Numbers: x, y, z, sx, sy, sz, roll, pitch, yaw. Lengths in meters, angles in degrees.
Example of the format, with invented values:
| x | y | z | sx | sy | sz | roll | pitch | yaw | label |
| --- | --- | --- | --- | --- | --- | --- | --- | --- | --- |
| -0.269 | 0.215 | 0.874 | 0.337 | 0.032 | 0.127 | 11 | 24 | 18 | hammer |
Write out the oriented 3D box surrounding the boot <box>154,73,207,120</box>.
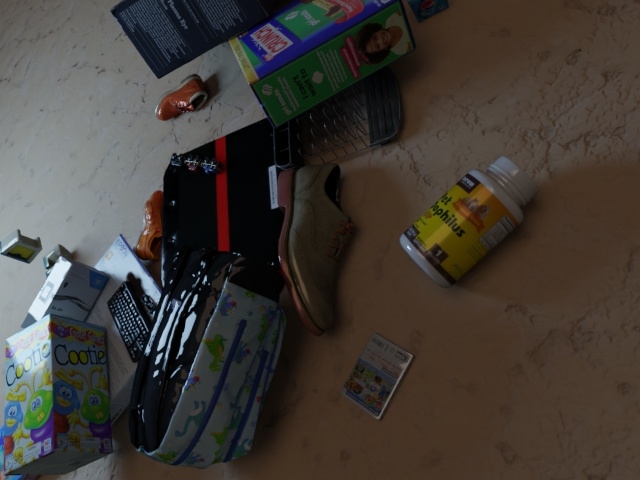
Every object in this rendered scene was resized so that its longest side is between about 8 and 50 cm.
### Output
| x | y | z | sx | sy | sz | roll | pitch | yaw | label |
| --- | --- | --- | --- | --- | --- | --- | --- | --- | --- |
| -0.361 | -0.354 | 1.422 | 0.158 | 0.059 | 0.085 | -38 | 61 | 12 | boot |

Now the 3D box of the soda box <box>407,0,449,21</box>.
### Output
| x | y | z | sx | sy | sz | roll | pitch | yaw | label |
| --- | --- | --- | --- | --- | --- | --- | --- | --- | --- |
| 0.206 | -0.572 | 1.160 | 0.071 | 0.067 | 0.210 | -20 | 62 | 23 | soda box |

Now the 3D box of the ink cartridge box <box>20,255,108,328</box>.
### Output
| x | y | z | sx | sy | sz | roll | pitch | yaw | label |
| --- | --- | --- | --- | --- | --- | --- | --- | --- | --- |
| -0.576 | 0.138 | 1.238 | 0.060 | 0.104 | 0.180 | 23 | 83 | 34 | ink cartridge box |

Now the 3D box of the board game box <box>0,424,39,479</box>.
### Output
| x | y | z | sx | sy | sz | roll | pitch | yaw | label |
| --- | --- | --- | --- | --- | --- | --- | --- | --- | --- |
| -0.693 | 0.482 | 1.285 | 0.210 | 0.047 | 0.160 | -43 | 54 | 10 | board game box |

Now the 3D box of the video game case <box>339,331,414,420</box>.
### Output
| x | y | z | sx | sy | sz | roll | pitch | yaw | label |
| --- | --- | --- | --- | --- | --- | --- | --- | --- | --- |
| 0.095 | 0.229 | 0.934 | 0.087 | 0.011 | 0.122 | 27 | 86 | 35 | video game case |

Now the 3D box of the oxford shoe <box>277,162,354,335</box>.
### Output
| x | y | z | sx | sy | sz | roll | pitch | yaw | label |
| --- | --- | --- | --- | --- | --- | --- | --- | --- | --- |
| 0.000 | 0.000 | 1.021 | 0.130 | 0.123 | 0.348 | -16 | 65 | 18 | oxford shoe |

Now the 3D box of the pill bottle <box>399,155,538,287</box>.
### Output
| x | y | z | sx | sy | sz | roll | pitch | yaw | label |
| --- | --- | --- | --- | --- | --- | --- | --- | --- | --- |
| 0.241 | -0.032 | 0.887 | 0.215 | 0.117 | 0.117 | -44 | 55 | 8 | pill bottle |

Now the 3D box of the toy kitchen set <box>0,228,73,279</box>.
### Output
| x | y | z | sx | sy | sz | roll | pitch | yaw | label |
| --- | --- | --- | --- | --- | --- | --- | --- | --- | --- |
| -0.721 | 0.104 | 1.383 | 0.122 | 0.166 | 0.207 | -40 | 55 | 11 | toy kitchen set |

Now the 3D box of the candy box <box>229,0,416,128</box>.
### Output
| x | y | z | sx | sy | sz | roll | pitch | yaw | label |
| --- | --- | --- | --- | --- | --- | --- | --- | --- | --- |
| -0.010 | -0.398 | 1.112 | 0.317 | 0.122 | 0.268 | -30 | 40 | 4 | candy box |

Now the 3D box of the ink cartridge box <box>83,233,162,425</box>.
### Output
| x | y | z | sx | sy | sz | roll | pitch | yaw | label |
| --- | --- | --- | --- | --- | --- | --- | --- | --- | --- |
| -0.475 | 0.203 | 1.256 | 0.330 | 0.071 | 0.324 | -49 | 54 | 2 | ink cartridge box |

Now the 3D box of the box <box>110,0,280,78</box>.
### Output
| x | y | z | sx | sy | sz | roll | pitch | yaw | label |
| --- | --- | --- | --- | --- | --- | --- | --- | --- | --- |
| -0.255 | -0.575 | 1.284 | 0.312 | 0.179 | 0.343 | -21 | 30 | 24 | box |

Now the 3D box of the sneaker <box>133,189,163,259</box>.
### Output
| x | y | z | sx | sy | sz | roll | pitch | yaw | label |
| --- | --- | --- | --- | --- | --- | --- | --- | --- | --- |
| -0.395 | -0.035 | 1.319 | 0.067 | 0.064 | 0.175 | 5 | 78 | 12 | sneaker |

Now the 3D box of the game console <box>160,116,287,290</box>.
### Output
| x | y | z | sx | sy | sz | roll | pitch | yaw | label |
| --- | --- | --- | --- | --- | --- | --- | --- | --- | --- |
| -0.211 | -0.066 | 1.221 | 0.341 | 0.060 | 0.387 | -17 | 63 | 21 | game console |

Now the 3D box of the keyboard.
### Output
| x | y | z | sx | sy | sz | roll | pitch | yaw | label |
| --- | --- | --- | --- | --- | --- | --- | --- | --- | --- |
| -0.398 | 0.162 | 1.173 | 0.108 | 0.023 | 0.180 | -45 | 56 | 7 | keyboard |

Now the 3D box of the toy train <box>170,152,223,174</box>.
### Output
| x | y | z | sx | sy | sz | roll | pitch | yaw | label |
| --- | --- | --- | --- | --- | --- | --- | --- | --- | --- |
| -0.286 | -0.174 | 1.254 | 0.158 | 0.027 | 0.036 | 12 | 79 | 32 | toy train |

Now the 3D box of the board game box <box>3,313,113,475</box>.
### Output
| x | y | z | sx | sy | sz | roll | pitch | yaw | label |
| --- | --- | --- | --- | --- | --- | --- | --- | --- | --- |
| -0.535 | 0.313 | 1.116 | 0.144 | 0.142 | 0.275 | -28 | 59 | 17 | board game box |

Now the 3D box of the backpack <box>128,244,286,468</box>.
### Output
| x | y | z | sx | sy | sz | roll | pitch | yaw | label |
| --- | --- | --- | --- | --- | --- | --- | --- | --- | --- |
| -0.206 | 0.217 | 0.974 | 0.290 | 0.273 | 0.356 | -2 | 56 | 51 | backpack |

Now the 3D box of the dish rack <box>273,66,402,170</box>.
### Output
| x | y | z | sx | sy | sz | roll | pitch | yaw | label |
| --- | --- | --- | --- | --- | --- | --- | --- | --- | --- |
| 0.033 | -0.260 | 1.134 | 0.271 | 0.074 | 0.208 | -16 | 64 | 25 | dish rack |
